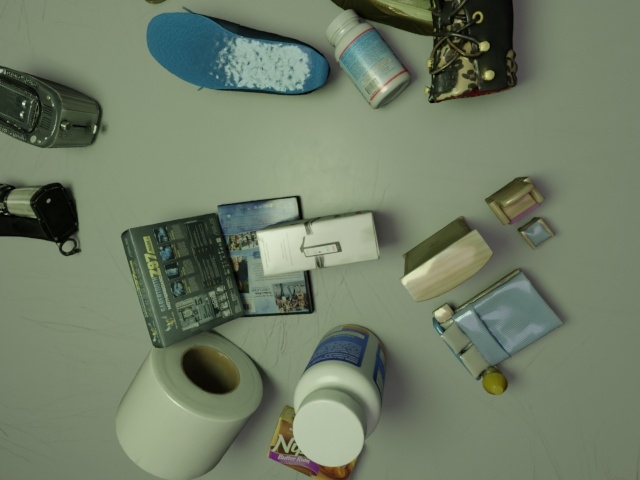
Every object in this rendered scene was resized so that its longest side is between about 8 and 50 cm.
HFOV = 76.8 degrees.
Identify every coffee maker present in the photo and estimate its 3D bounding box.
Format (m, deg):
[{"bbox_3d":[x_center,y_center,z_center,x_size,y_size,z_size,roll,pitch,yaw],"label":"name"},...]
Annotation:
[{"bbox_3d":[-0.672,-0.048,0.923,0.178,0.120,0.171,3,101,13],"label":"coffee maker"}]

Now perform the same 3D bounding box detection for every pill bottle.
[{"bbox_3d":[0.082,-0.324,0.722,0.087,0.087,0.160,-37,90,16],"label":"pill bottle"},{"bbox_3d":[0.038,0.270,0.738,0.152,0.272,0.152,2,100,13],"label":"pill bottle"}]

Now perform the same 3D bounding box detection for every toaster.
[{"bbox_3d":[-0.590,-0.276,0.851,0.227,0.146,0.129,23,103,7],"label":"toaster"}]

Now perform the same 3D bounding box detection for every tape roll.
[{"bbox_3d":[-0.263,0.324,0.830,0.246,0.246,0.169,36,105,5],"label":"tape roll"}]

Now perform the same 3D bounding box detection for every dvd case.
[{"bbox_3d":[-0.116,0.039,0.863,0.180,0.022,0.253,-5,98,13],"label":"dvd case"}]

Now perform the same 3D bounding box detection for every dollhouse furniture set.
[{"bbox_3d":[0.321,0.099,0.685,0.286,0.198,0.303,-37,91,16],"label":"dollhouse furniture set"}]

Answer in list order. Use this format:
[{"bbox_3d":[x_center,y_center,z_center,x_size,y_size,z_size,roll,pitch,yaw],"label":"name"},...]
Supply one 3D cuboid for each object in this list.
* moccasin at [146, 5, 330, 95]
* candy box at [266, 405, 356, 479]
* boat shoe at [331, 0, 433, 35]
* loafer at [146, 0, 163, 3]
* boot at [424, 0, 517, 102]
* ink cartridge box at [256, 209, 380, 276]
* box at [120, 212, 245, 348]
[{"bbox_3d":[-0.150,-0.334,0.763,0.342,0.117,0.137,19,115,4],"label":"moccasin"},{"bbox_3d":[-0.016,0.460,0.897,0.187,0.053,0.109,21,103,7],"label":"candy box"},{"bbox_3d":[0.113,-0.430,0.706,0.224,0.080,0.073,21,95,1],"label":"boat shoe"},{"bbox_3d":[-0.301,-0.528,0.792,0.148,0.050,0.056,-31,92,16],"label":"loafer"},{"bbox_3d":[0.182,-0.351,0.576,0.138,0.377,0.284,3,108,41],"label":"boot"},{"bbox_3d":[0.000,0.000,0.751,0.203,0.148,0.086,-9,96,4],"label":"ink cartridge box"},{"bbox_3d":[-0.270,0.073,0.812,0.059,0.183,0.232,-17,91,46],"label":"box"}]
